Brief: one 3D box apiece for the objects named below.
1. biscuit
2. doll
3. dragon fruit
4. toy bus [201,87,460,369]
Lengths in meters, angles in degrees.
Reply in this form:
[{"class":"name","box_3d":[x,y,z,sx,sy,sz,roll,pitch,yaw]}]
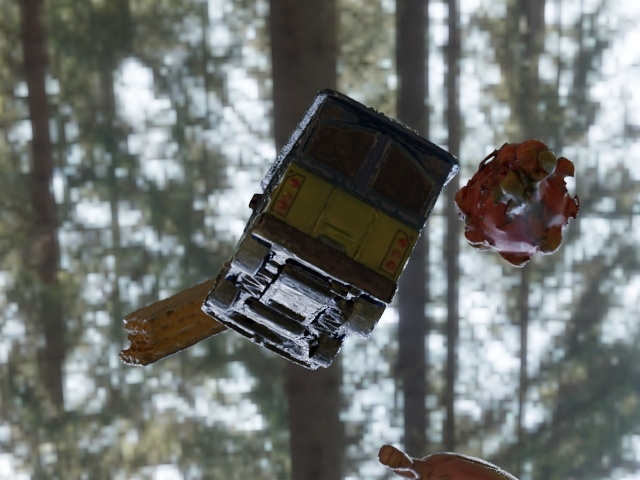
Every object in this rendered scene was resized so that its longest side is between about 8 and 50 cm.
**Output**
[{"class":"biscuit","box_3d":[-0.067,0.051,2.087,0.378,0.054,0.094,-24,-172,-24]},{"class":"doll","box_3d":[0.183,0.308,2.097,0.262,0.093,0.211,29,174,-23]},{"class":"dragon fruit","box_3d":[0.235,-0.054,2.045,0.133,0.208,0.150,-6,-114,-12]},{"class":"toy bus","box_3d":[0.000,0.000,1.574,0.138,0.175,0.288,28,160,-4]}]
